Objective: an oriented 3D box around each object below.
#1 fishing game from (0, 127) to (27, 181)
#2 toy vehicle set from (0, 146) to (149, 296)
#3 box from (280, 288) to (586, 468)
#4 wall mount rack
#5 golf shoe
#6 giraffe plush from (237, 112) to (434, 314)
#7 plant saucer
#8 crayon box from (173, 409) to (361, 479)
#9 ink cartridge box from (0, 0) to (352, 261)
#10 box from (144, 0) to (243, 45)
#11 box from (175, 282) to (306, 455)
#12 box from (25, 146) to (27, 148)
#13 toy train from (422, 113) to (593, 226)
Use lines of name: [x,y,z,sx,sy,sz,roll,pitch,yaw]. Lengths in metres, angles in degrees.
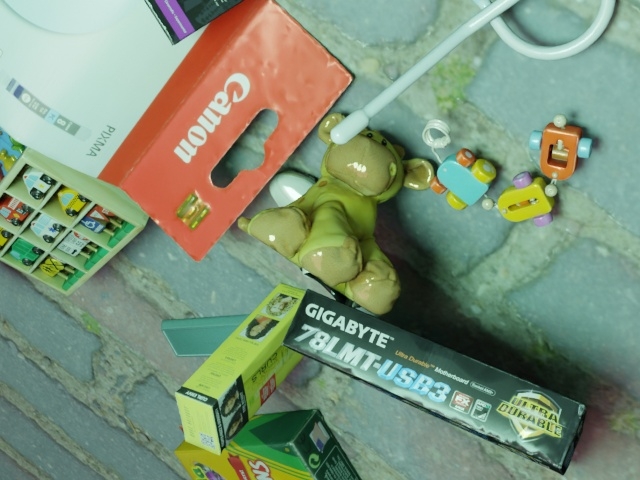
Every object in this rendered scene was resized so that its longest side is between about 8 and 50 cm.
fishing game: [-0.406,-0.104,1.204,0.189,0.041,0.264,48,133,-11]
toy vehicle set: [-0.347,-0.021,1.203,0.166,0.035,0.267,31,143,-20]
box: [0.136,0.160,1.004,0.293,0.073,0.295,21,172,20]
wall mount rack: [0.077,-0.261,0.771,0.304,0.130,0.350,-33,100,29]
golf shoe: [0.000,0.000,1.087,0.186,0.086,0.067,50,138,-5]
giraffe plush: [0.030,-0.040,0.968,0.181,0.170,0.210,33,177,-19]
plant saucer: [-0.158,0.143,1.356,0.192,0.018,0.067,-7,117,39]
crayon box: [-0.089,0.373,1.434,0.318,0.081,0.202,-16,112,42]
ink cartridge box: [-0.206,-0.192,1.013,0.385,0.091,0.308,43,115,2]
box: [-0.110,-0.285,0.915,0.116,0.162,0.029,58,177,-15]
box: [-0.086,0.155,1.158,0.058,0.232,0.087,15,128,26]
box: [-0.437,-0.188,1.253,0.169,0.087,0.290,10,127,29]
toy train: [0.189,-0.080,0.924,0.166,0.046,0.125,10,126,26]
